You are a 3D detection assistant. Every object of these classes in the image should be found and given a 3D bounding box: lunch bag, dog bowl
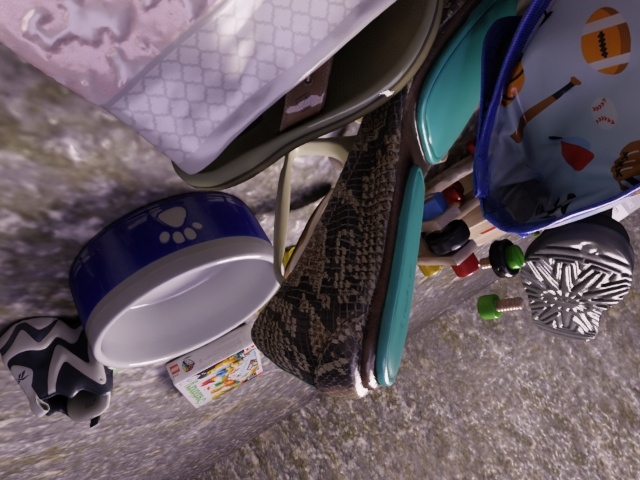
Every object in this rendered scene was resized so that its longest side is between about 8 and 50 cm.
[{"bbox_3d":[0.339,-0.183,0.512,0.327,0.239,0.386,-16,144,-40],"label":"lunch bag"},{"bbox_3d":[-0.187,0.058,0.714,0.264,0.104,0.265,-27,158,-12],"label":"dog bowl"}]

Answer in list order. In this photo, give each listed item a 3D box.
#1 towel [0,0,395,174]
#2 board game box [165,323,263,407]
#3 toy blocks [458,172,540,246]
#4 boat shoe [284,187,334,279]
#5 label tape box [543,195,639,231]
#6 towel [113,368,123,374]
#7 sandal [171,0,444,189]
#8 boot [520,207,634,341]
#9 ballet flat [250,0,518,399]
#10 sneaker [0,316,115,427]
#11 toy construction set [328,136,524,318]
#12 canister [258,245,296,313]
[{"bbox_3d":[-0.058,-0.213,0.294,0.331,0.053,0.317,-37,146,8],"label":"towel"},{"bbox_3d":[-0.237,0.303,1.251,0.192,0.053,0.305,-26,158,-15],"label":"board game box"},{"bbox_3d":[0.280,-0.041,1.081,0.260,0.191,0.381,-29,164,26],"label":"toy blocks"},{"bbox_3d":[0.000,0.000,0.801,0.170,0.059,0.063,-64,-174,-22],"label":"boat shoe"},{"bbox_3d":[0.642,-0.148,1.221,0.333,0.106,0.241,-40,-161,22],"label":"label tape box"},{"bbox_3d":[-0.398,0.219,0.901,0.113,0.023,0.152,-30,161,1],"label":"towel"},{"bbox_3d":[-0.021,-0.152,0.479,0.302,0.120,0.086,-34,143,8],"label":"sandal"},{"bbox_3d":[0.463,-0.097,0.910,0.446,0.146,0.367,-66,157,-21],"label":"boot"},{"bbox_3d":[0.055,-0.092,0.545,0.483,0.181,0.164,-68,157,-17],"label":"ballet flat"},{"bbox_3d":[-0.313,0.184,0.751,0.094,0.153,0.235,-37,158,19],"label":"sneaker"},{"bbox_3d":[0.132,-0.053,0.803,0.308,0.258,0.237,37,145,-31],"label":"toy construction set"},{"bbox_3d":[-0.041,0.080,1.007,0.126,0.073,0.170,-12,153,-40],"label":"canister"}]
